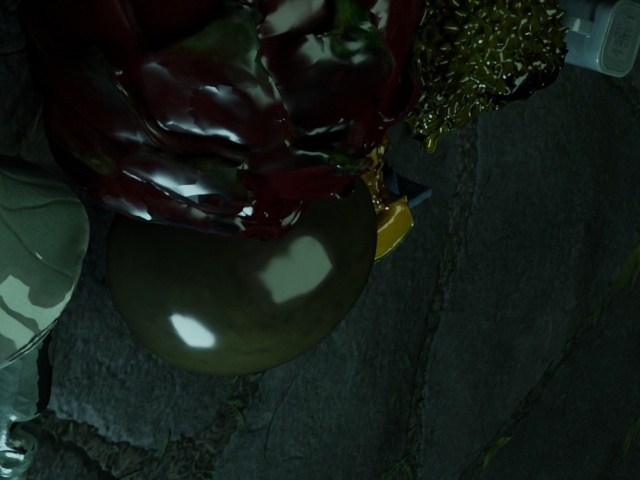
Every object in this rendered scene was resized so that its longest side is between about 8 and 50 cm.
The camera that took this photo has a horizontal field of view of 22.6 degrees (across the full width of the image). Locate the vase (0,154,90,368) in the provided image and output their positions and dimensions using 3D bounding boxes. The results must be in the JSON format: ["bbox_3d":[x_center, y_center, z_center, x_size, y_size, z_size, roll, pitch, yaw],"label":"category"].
[{"bbox_3d":[-0.307,-0.081,1.028,0.250,0.250,0.445,-51,150,-15],"label":"vase"}]

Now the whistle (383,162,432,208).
[{"bbox_3d":[0.000,0.000,1.665,0.304,0.062,0.062,-31,137,-39],"label":"whistle"}]

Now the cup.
[{"bbox_3d":[0.281,-0.246,1.812,0.128,0.129,0.095,6,102,-52],"label":"cup"}]

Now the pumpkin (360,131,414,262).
[{"bbox_3d":[-0.013,-0.093,1.557,0.163,0.111,0.278,-27,132,-22],"label":"pumpkin"}]

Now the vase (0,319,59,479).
[{"bbox_3d":[-0.266,0.141,1.400,0.060,0.060,0.211,-21,131,-46],"label":"vase"}]

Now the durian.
[{"bbox_3d":[0.172,-0.190,1.688,0.193,0.138,0.237,-16,127,-49],"label":"durian"}]

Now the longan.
[{"bbox_3d":[-0.076,0.012,1.416,0.246,0.246,0.215,6,84,-56],"label":"longan"}]

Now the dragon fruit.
[{"bbox_3d":[-0.074,-0.155,1.197,0.329,0.329,0.329,-34,139,-36],"label":"dragon fruit"}]
